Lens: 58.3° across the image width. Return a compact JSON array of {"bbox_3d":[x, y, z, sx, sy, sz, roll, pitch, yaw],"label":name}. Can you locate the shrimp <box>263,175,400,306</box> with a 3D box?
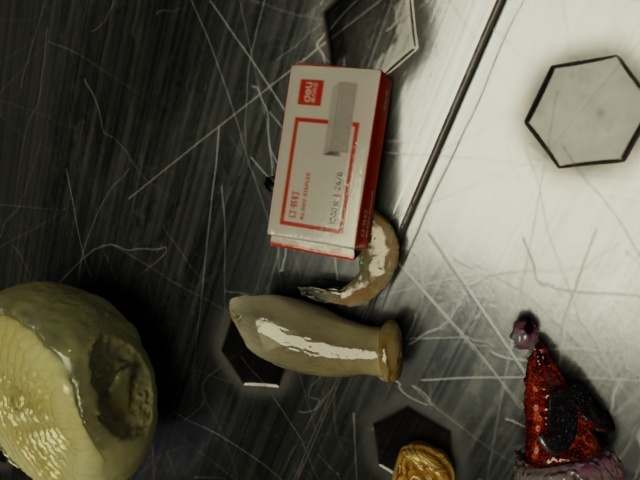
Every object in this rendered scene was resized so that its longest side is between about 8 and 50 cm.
[{"bbox_3d":[0.000,0.000,0.778,0.219,0.046,0.152,33,111,14],"label":"shrimp"}]

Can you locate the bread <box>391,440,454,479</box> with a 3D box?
[{"bbox_3d":[0.142,0.331,0.793,0.083,0.044,0.111,15,110,18],"label":"bread"}]

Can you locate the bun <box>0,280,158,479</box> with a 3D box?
[{"bbox_3d":[-0.408,0.227,0.940,0.364,0.202,0.365,11,114,25],"label":"bun"}]

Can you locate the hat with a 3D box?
[{"bbox_3d":[0.279,0.202,0.676,0.140,0.129,0.228,-9,80,-13],"label":"hat"}]

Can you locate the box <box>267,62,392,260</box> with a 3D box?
[{"bbox_3d":[0.010,-0.098,0.714,0.122,0.050,0.230,10,93,21],"label":"box"}]

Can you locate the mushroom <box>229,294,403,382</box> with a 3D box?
[{"bbox_3d":[-0.006,0.135,0.787,0.246,0.096,0.108,12,107,17],"label":"mushroom"}]
